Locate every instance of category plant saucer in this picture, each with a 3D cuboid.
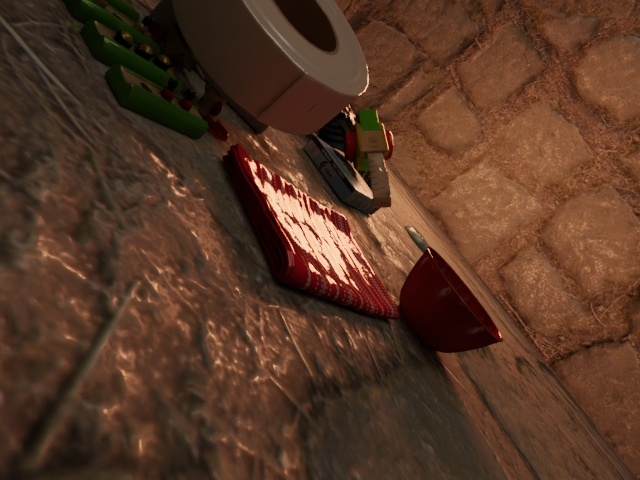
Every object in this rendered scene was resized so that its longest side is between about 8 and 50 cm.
[{"bbox_3d":[0.315,-0.005,1.425,0.119,0.021,0.119,45,18,-18],"label":"plant saucer"}]

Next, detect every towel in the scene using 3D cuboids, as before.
[{"bbox_3d":[0.000,0.000,0.570,0.274,0.031,0.199,28,28,-53],"label":"towel"}]

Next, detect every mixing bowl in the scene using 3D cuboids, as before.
[{"bbox_3d":[0.191,0.109,0.711,0.181,0.098,0.181,46,17,-18],"label":"mixing bowl"}]

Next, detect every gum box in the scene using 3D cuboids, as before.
[{"bbox_3d":[0.055,-0.140,1.001,0.157,0.041,0.184,56,18,19],"label":"gum box"}]

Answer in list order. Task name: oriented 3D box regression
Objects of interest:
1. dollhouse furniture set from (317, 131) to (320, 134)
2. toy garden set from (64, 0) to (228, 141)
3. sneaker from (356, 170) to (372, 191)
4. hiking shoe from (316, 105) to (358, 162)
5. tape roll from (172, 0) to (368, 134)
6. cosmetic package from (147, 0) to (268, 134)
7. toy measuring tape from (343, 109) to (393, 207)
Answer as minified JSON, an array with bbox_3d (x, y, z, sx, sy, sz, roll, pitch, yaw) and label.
[{"bbox_3d":[-0.015,-0.354,1.222,0.151,0.076,0.059,25,30,-53],"label":"dollhouse furniture set"},{"bbox_3d":[-0.186,-0.224,0.533,0.244,0.049,0.203,56,17,20],"label":"toy garden set"},{"bbox_3d":[0.123,-0.164,1.234,0.073,0.063,0.162,39,4,31],"label":"sneaker"},{"bbox_3d":[0.023,-0.304,1.141,0.304,0.132,0.113,35,40,-31],"label":"hiking shoe"},{"bbox_3d":[-0.058,-0.294,0.631,0.286,0.100,0.286,32,43,-35],"label":"tape roll"},{"bbox_3d":[-0.146,-0.303,0.727,0.238,0.107,0.127,42,20,-18],"label":"cosmetic package"},{"bbox_3d":[0.114,-0.170,1.001,0.121,0.121,0.330,36,37,-39],"label":"toy measuring tape"}]
